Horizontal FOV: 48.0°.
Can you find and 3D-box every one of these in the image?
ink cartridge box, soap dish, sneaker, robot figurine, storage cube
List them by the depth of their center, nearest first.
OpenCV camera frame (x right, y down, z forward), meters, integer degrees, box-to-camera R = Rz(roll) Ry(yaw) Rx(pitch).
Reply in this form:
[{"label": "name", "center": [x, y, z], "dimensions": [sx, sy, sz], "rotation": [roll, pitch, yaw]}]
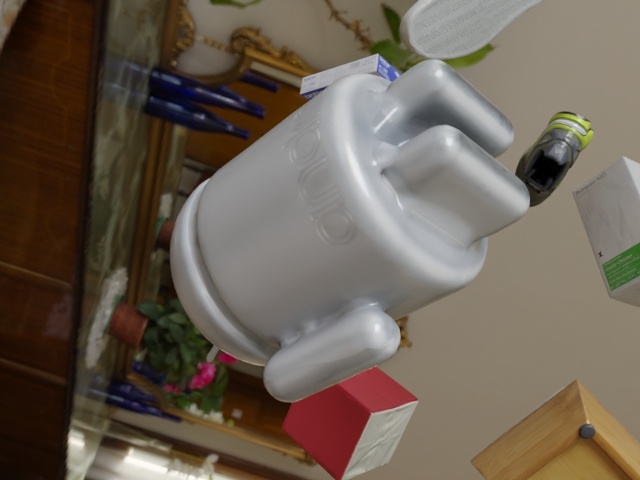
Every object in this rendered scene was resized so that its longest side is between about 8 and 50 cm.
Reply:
[{"label": "robot figurine", "center": [0.004, -0.010, 0.644], "dimensions": [0.353, 0.200, 0.299], "rotation": [-32, -139, 34]}, {"label": "sneaker", "center": [0.204, -0.365, 1.081], "dimensions": [0.169, 0.293, 0.108], "rotation": [35, -31, 49]}, {"label": "soap dish", "center": [0.430, 0.405, 1.175], "dimensions": [0.229, 0.291, 0.118], "rotation": [-43, -174, 14]}, {"label": "sneaker", "center": [0.471, -0.150, 1.540], "dimensions": [0.121, 0.111, 0.300], "rotation": [-52, 165, -23]}, {"label": "ink cartridge box", "center": [0.066, -0.335, 1.552], "dimensions": [0.207, 0.097, 0.046], "rotation": [-7, -114, 39]}, {"label": "storage cube", "center": [0.065, 0.389, 1.599], "dimensions": [0.184, 0.193, 0.214], "rotation": [2, 115, -50]}]

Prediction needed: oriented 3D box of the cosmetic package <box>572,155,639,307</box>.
[{"label": "cosmetic package", "center": [0.866, -0.023, 1.993], "dimensions": [0.197, 0.155, 0.365], "rotation": [-44, -137, 41]}]
